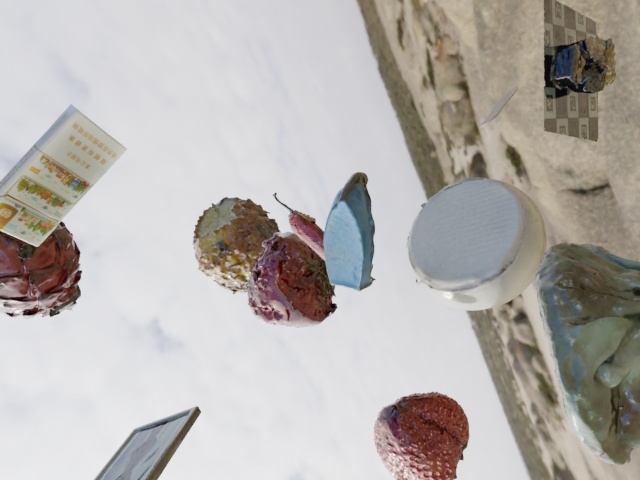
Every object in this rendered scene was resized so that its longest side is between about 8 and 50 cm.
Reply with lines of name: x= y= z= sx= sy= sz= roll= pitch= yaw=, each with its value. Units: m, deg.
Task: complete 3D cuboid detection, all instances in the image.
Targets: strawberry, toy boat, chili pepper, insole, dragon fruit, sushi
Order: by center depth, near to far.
sushi: x=0.398 y=-0.249 z=0.832 sx=0.215 sy=0.050 sz=0.192 roll=-6 pitch=-84 yaw=-45
toy boat: x=0.051 y=-0.012 z=0.881 sx=0.077 sy=0.075 sz=0.186 roll=-42 pitch=-46 yaw=-52
chili pepper: x=0.000 y=0.000 z=1.120 sx=0.268 sy=0.050 sz=0.059 roll=43 pitch=179 yaw=0
dragon fruit: x=-0.637 y=0.037 z=1.206 sx=0.244 sy=0.244 sz=0.299 roll=-95 pitch=-4 yaw=-49
insole: x=0.403 y=-0.302 z=1.263 sx=0.004 sy=0.065 sz=0.197 roll=48 pitch=-133 yaw=-6
strawberry: x=-0.085 y=0.109 z=1.473 sx=0.274 sy=0.220 sz=0.274 roll=47 pitch=-151 yaw=-37
strawberry: x=0.252 y=0.514 z=1.483 sx=0.288 sy=0.238 sz=0.250 roll=39 pitch=-124 yaw=-35

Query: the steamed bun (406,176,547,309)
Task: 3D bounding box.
steamed bun: x=0.436 y=0.022 z=1.543 sx=0.241 sy=0.374 sz=0.375 roll=35 pitch=-147 yaw=-38

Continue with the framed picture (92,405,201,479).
framed picture: x=-0.285 y=0.343 z=0.875 sx=0.015 sy=0.150 sz=0.203 roll=61 pitch=-158 yaw=-13

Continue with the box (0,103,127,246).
box: x=-0.424 y=-0.099 z=0.895 sx=0.032 sy=0.220 sz=0.122 roll=41 pitch=177 yaw=29

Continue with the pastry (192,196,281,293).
pastry: x=-0.272 y=0.028 z=2.003 sx=0.337 sy=0.292 sz=0.405 roll=49 pitch=-173 yaw=-24

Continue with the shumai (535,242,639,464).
shumai: x=0.460 y=0.129 z=0.766 sx=0.304 sy=0.263 sz=0.310 roll=-28 pitch=-82 yaw=-64
